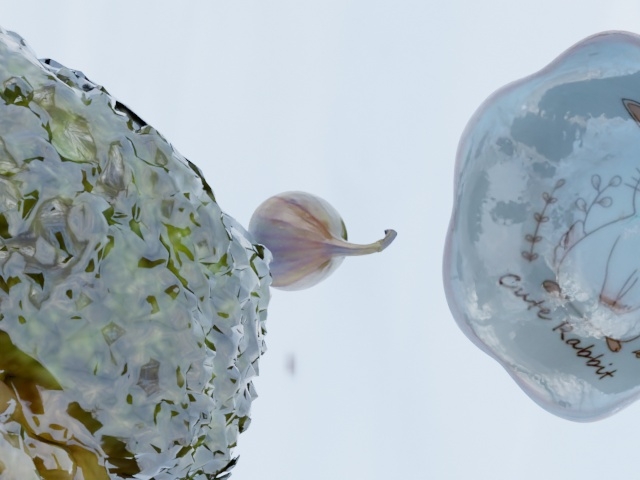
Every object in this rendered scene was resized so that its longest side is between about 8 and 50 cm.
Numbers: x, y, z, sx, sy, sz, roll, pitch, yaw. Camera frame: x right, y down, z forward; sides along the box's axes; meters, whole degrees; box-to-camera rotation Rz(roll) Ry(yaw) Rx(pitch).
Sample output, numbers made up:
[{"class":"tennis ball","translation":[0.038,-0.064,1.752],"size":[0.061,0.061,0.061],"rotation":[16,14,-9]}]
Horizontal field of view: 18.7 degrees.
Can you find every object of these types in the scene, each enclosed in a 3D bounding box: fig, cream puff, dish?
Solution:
[{"class":"fig","translation":[0.000,0.000,0.941],"size":[0.083,0.050,0.050],"rotation":[2,90,43]},{"class":"cream puff","translation":[-0.092,0.021,0.380],"size":[0.169,0.183,0.183],"rotation":[-51,14,-14]},{"class":"dish","translation":[0.180,-0.005,1.150],"size":[0.229,0.081,0.229],"rotation":[-3,85,42]}]
